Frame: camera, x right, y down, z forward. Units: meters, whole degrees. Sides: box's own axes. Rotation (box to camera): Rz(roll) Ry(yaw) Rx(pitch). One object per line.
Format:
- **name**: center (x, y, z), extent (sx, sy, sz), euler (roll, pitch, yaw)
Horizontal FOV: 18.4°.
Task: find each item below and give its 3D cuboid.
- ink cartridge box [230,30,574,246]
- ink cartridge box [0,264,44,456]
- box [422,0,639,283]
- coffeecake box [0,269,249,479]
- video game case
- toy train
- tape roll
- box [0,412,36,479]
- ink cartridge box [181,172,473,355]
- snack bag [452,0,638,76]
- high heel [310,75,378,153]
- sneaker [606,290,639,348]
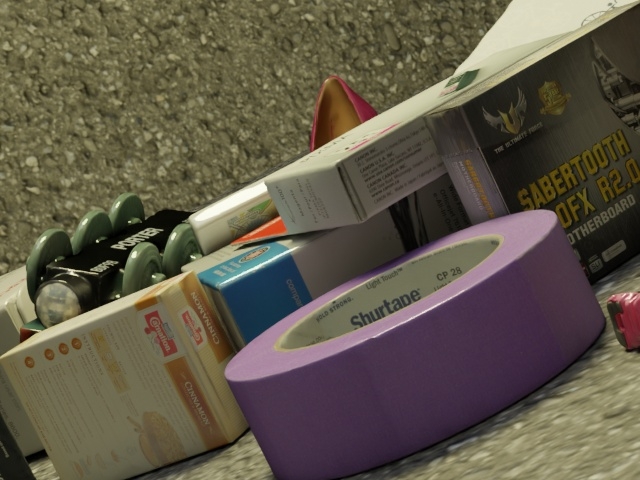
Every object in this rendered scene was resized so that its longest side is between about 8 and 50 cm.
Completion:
- **ink cartridge box**: center (0.068, -0.087, 1.726), extent (0.275, 0.060, 0.239), euler (-30, 11, -28)
- **ink cartridge box**: center (-0.379, 0.150, 2.186), extent (0.395, 0.166, 0.285), euler (-23, 9, 29)
- **box**: center (0.216, -0.072, 1.634), extent (0.231, 0.183, 0.056), euler (-30, 10, -31)
- **coffeecake box**: center (-0.164, 0.126, 1.714), extent (0.185, 0.142, 0.068), euler (-22, 8, 30)
- **video game case**: center (0.000, 0.000, 1.925), extent (0.227, 0.206, 0.026), euler (-28, 48, -9)
- **toy train**: center (-0.182, 0.069, 1.929), extent (0.142, 0.190, 0.334), euler (8, 15, 17)
- **tape roll**: center (0.069, 0.077, 1.477), extent (0.275, 0.090, 0.275), euler (-26, 7, 3)
- **box**: center (-0.400, 0.213, 1.881), extent (0.207, 0.153, 0.108), euler (-28, 7, -20)
- **ink cartridge box**: center (0.051, 0.019, 1.771), extent (0.307, 0.129, 0.223), euler (-27, 7, -9)
- **snack bag**: center (0.327, -0.251, 2.046), extent (0.323, 0.037, 0.342), euler (3, 42, 44)
- **high heel**: center (0.013, -0.096, 2.491), extent (0.127, 0.181, 0.377), euler (-25, 7, 10)
- **sneaker**: center (0.238, 0.046, 1.314), extent (0.057, 0.047, 0.119), euler (-17, 6, -17)
